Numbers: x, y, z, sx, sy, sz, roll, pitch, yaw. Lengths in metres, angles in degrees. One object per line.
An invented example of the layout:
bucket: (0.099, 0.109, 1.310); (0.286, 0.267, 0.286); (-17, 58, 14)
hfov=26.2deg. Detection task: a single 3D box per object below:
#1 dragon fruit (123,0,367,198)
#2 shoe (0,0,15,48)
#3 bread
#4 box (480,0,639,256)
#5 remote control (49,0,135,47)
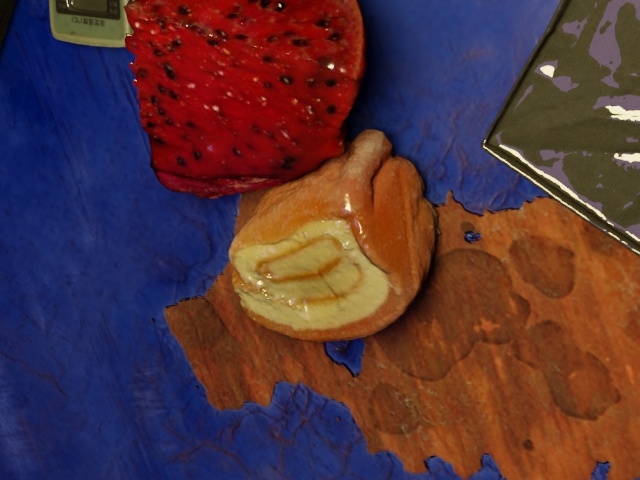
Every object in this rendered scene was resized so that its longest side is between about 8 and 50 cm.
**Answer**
dragon fruit: (-0.119, -0.181, 1.432); (0.330, 0.240, 0.302); (-57, 36, 43)
shoe: (-0.497, -0.286, 1.629); (0.237, 0.171, 0.384); (33, 121, 6)
bread: (0.006, 0.010, 1.494); (0.244, 0.123, 0.190); (-24, 110, 39)
box: (0.355, -0.120, 1.196); (0.345, 0.204, 0.251); (35, 122, 13)
remote control: (-0.261, -0.361, 1.547); (0.123, 0.038, 0.285); (12, 115, 26)
